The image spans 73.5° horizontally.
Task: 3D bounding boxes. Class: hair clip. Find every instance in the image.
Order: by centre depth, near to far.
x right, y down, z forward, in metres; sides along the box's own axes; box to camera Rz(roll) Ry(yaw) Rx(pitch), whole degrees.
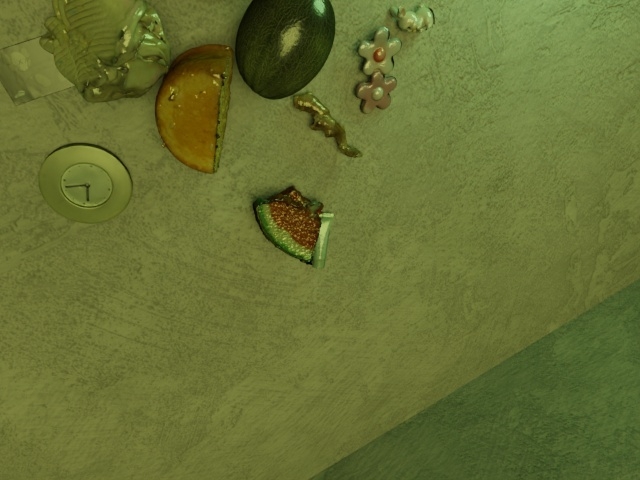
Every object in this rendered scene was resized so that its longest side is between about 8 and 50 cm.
[{"bbox_3d":[0.175,-0.523,1.331,0.146,0.075,0.257,-14,124,-20],"label":"hair clip"}]

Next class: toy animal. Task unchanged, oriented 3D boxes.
[{"bbox_3d":[0.277,-0.667,1.294,0.124,0.071,0.085,-16,120,-13],"label":"toy animal"}]

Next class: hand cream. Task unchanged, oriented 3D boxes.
[{"bbox_3d":[0.000,0.000,1.532,0.078,0.050,0.205,4,109,-4],"label":"hand cream"}]

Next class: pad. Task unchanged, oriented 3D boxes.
[{"bbox_3d":[-0.707,-0.431,1.075,0.190,0.004,0.127,-24,121,-9],"label":"pad"}]

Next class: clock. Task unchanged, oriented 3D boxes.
[{"bbox_3d":[-0.661,-0.159,1.215,0.234,0.029,0.235,-9,120,-17],"label":"clock"}]

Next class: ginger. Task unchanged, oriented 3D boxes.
[{"bbox_3d":[0.026,-0.355,1.353,0.288,0.075,0.089,43,72,-27],"label":"ginger"}]

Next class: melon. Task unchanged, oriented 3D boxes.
[{"bbox_3d":[-0.095,-0.520,1.125,0.237,0.237,0.302,25,110,-29],"label":"melon"}]

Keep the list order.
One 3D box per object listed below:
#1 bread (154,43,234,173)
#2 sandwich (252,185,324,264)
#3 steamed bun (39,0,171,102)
[{"bbox_3d":[-0.340,-0.344,1.135,0.178,0.194,0.340,10,128,-11],"label":"bread"},{"bbox_3d":[-0.106,-0.068,1.427,0.292,0.109,0.212,28,97,-32],"label":"sandwich"},{"bbox_3d":[-0.485,-0.484,1.021,0.268,0.207,0.280,-43,84,27],"label":"steamed bun"}]
